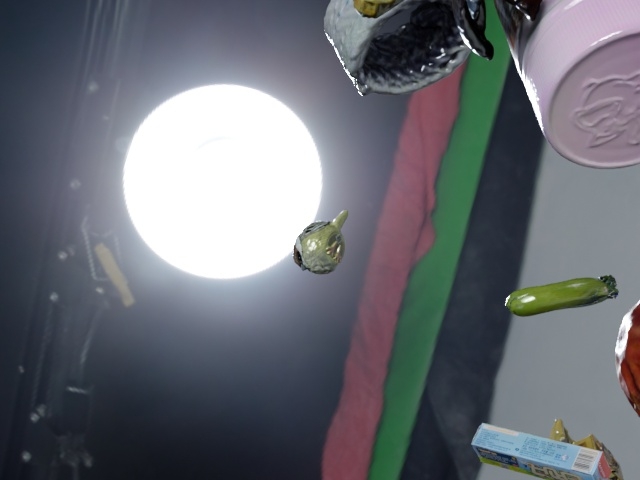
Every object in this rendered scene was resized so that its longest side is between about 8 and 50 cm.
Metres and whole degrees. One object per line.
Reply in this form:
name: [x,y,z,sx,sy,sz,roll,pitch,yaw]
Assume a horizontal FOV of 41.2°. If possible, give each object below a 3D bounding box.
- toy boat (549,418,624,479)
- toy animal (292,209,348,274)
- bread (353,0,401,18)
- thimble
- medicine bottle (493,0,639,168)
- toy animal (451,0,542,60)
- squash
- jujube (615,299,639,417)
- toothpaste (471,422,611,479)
toy boat: [0.473,0.388,1.507,0.200,0.077,0.057,45,-153,-20]
toy animal: [0.000,0.000,1.626,0.098,0.098,0.137,52,-128,-51]
bread: [0.093,-0.356,1.205,0.060,0.110,0.066,37,-138,-28]
thimble: [0.135,-0.374,1.462,0.245,0.157,0.217,-34,-43,12]
medicine bottle: [0.328,-0.262,1.027,0.202,0.202,0.316,67,-167,-45]
toy animal: [0.171,-0.320,0.949,0.116,0.179,0.219,-17,-47,-23]
squash: [0.397,0.092,1.402,0.052,0.183,0.052,-10,-90,-81]
jujube: [0.500,0.149,0.955,0.216,0.342,0.217,-7,-78,-34]
toothpaste: [0.319,0.320,1.235,0.044,0.193,0.070,-53,-52,-30]
